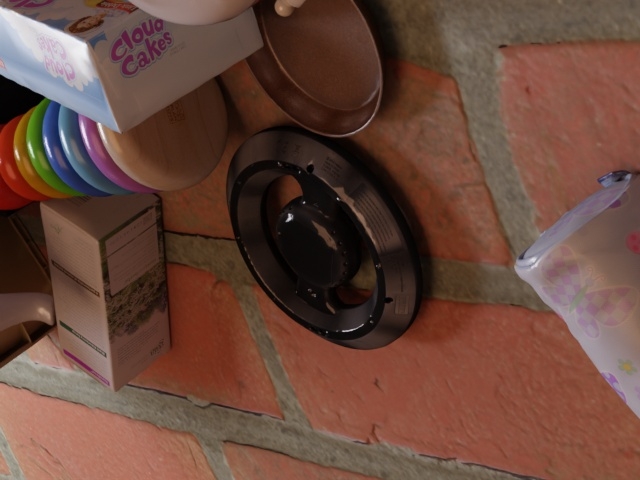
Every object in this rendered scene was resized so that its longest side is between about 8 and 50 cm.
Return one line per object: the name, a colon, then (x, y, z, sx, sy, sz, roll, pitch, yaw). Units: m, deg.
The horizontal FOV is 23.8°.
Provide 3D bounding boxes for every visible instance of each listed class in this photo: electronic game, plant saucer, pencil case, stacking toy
electronic game: (0.000, 0.000, 1.394, 0.229, 0.048, 0.229, 29, 137, 30)
plant saucer: (-0.005, -0.167, 1.270, 0.168, 0.029, 0.168, 30, 140, 29)
pencil case: (0.261, 0.085, 1.110, 0.273, 0.113, 0.124, 52, 156, 2)
stacking toy: (-0.241, -0.089, 1.484, 0.330, 0.141, 0.141, -14, 109, 47)

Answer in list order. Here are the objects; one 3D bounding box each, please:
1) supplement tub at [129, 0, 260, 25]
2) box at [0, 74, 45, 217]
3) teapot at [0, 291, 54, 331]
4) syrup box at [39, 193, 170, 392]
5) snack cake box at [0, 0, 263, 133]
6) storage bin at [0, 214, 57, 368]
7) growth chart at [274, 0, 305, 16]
supplement tub: (-0.026, -0.274, 0.982, 0.191, 0.272, 0.191, 30, 140, 29)
box: (-0.400, -0.172, 1.664, 0.184, 0.103, 0.261, 17, 132, 44)
teapot: (-0.437, 0.014, 1.623, 0.252, 0.187, 0.256, -11, 108, 54)
syrup box: (-0.232, 0.044, 1.663, 0.096, 0.093, 0.237, 31, 141, 27)
snack cake box: (-0.189, -0.194, 1.309, 0.264, 0.152, 0.089, 26, 142, 48)
storage bin: (-0.476, 0.054, 1.810, 0.123, 0.262, 0.260, -19, 105, 52)
growth chart: (-0.056, -0.297, 1.197, 0.237, 0.021, 0.172, 51, 139, 15)
